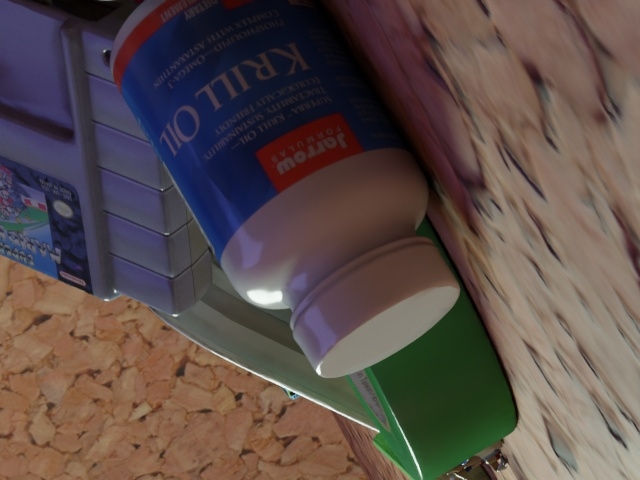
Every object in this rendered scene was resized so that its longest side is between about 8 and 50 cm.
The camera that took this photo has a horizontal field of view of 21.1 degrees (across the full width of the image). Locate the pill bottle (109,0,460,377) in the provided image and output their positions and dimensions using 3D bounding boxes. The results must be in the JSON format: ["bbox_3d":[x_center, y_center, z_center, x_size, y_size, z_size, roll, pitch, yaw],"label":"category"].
[{"bbox_3d":[-0.016,-0.040,0.954,0.221,0.124,0.124,58,175,19],"label":"pill bottle"}]

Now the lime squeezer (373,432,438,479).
[{"bbox_3d":[0.152,0.254,1.319,0.310,0.059,0.110,47,-173,11],"label":"lime squeezer"}]

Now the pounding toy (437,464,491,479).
[{"bbox_3d":[0.104,0.280,1.506,0.100,0.141,0.130,57,174,33],"label":"pounding toy"}]

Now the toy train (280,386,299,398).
[{"bbox_3d":[-0.017,0.136,2.145,0.080,0.105,0.184,59,175,17],"label":"toy train"}]

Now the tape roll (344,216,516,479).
[{"bbox_3d":[0.019,0.010,1.170,0.321,0.077,0.321,60,175,9],"label":"tape roll"}]

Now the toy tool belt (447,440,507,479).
[{"bbox_3d":[0.106,0.156,1.281,0.052,0.051,0.083,58,175,28],"label":"toy tool belt"}]

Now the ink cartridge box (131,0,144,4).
[{"bbox_3d":[-0.180,-0.207,1.252,0.234,0.193,0.088,61,172,-18],"label":"ink cartridge box"}]

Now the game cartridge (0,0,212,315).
[{"bbox_3d":[-0.236,-0.094,1.194,0.355,0.068,0.230,21,130,27],"label":"game cartridge"}]

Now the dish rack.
[{"bbox_3d":[-0.051,0.044,1.460,0.286,0.072,0.333,27,-175,-30],"label":"dish rack"}]
